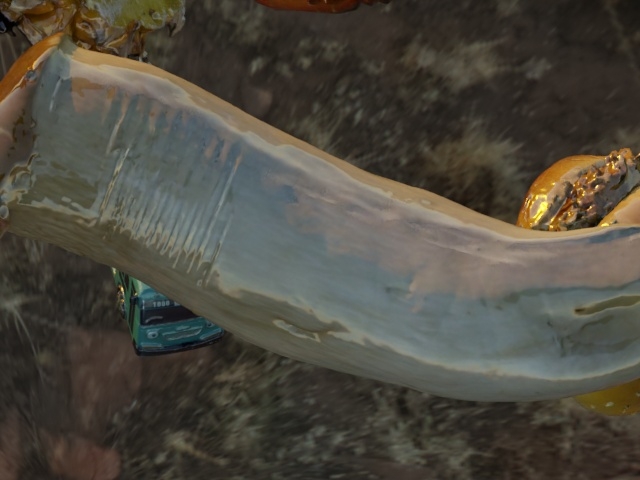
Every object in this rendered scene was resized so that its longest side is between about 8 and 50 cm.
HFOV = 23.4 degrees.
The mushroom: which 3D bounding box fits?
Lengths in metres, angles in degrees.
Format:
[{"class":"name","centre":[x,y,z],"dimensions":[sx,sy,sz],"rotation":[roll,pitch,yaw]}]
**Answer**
[{"class":"mushroom","centre":[0.000,0.000,0.722],"dimensions":[0.351,0.095,0.123],"rotation":[15,119,-3]}]

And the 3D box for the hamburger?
[{"class":"hamburger","centre":[0.206,0.025,1.068],"dimensions":[0.182,0.118,0.191],"rotation":[-35,127,-46]}]

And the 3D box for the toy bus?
[{"class":"toy bus","centre":[-0.128,0.003,1.215],"dimensions":[0.079,0.092,0.160],"rotation":[-10,55,-17]}]

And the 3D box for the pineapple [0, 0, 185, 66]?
[{"class":"pineapple","centre":[-0.142,-0.183,0.866],"dimensions":[0.047,0.221,0.221],"rotation":[-24,83,31]}]

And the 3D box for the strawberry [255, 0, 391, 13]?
[{"class":"strawberry","centre":[-0.028,-0.233,1.228],"dimensions":[0.140,0.192,0.085],"rotation":[15,84,-27]}]
